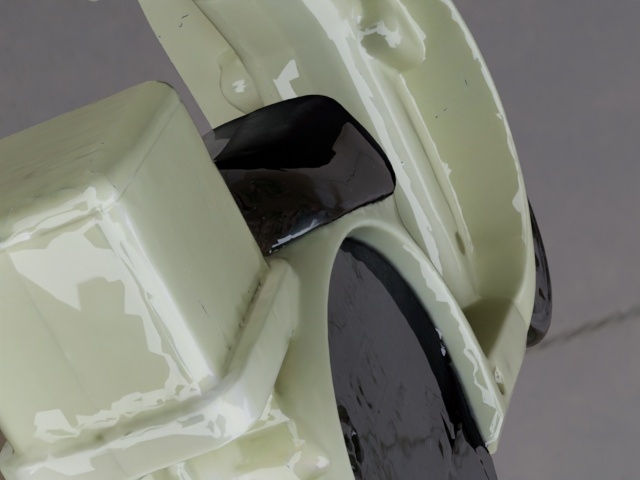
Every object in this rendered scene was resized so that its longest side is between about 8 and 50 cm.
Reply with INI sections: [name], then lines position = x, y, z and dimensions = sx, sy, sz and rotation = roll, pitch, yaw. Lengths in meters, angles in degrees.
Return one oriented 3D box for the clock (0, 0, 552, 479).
[clock]
position = 0.000, 0.000, 0.670
dimensions = 0.120, 0.379, 0.276
rotation = -19, 114, 18
